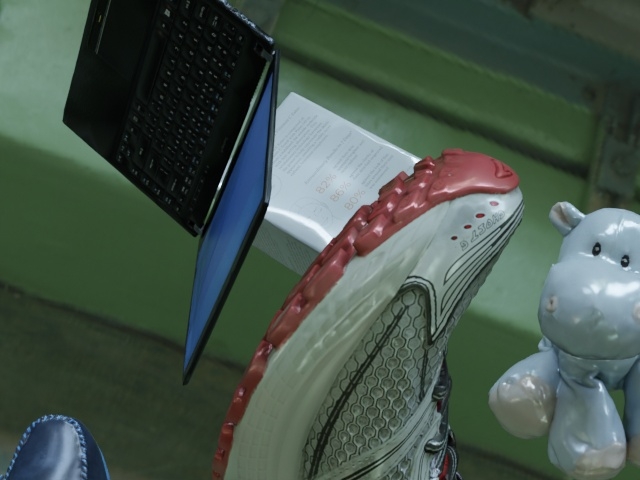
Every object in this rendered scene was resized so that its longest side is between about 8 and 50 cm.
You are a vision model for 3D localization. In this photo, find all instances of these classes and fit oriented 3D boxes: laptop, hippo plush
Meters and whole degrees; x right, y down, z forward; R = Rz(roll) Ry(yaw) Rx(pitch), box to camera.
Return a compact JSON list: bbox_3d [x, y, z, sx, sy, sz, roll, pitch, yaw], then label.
[{"bbox_3d":[-0.130,-0.067,0.947,0.264,0.234,0.136,40,47,12],"label":"laptop"},{"bbox_3d":[0.327,0.088,1.289,0.234,0.236,0.294,21,49,16],"label":"hippo plush"}]

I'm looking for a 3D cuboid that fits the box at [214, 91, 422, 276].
[{"bbox_3d":[0.005,-0.038,1.154,0.170,0.091,0.130,31,71,31],"label":"box"}]

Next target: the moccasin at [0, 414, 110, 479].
[{"bbox_3d":[-0.279,0.318,1.203,0.137,0.117,0.342,-11,53,11],"label":"moccasin"}]

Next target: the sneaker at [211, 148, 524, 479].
[{"bbox_3d":[0.017,0.075,0.372,0.092,0.225,0.088,23,28,9],"label":"sneaker"}]
